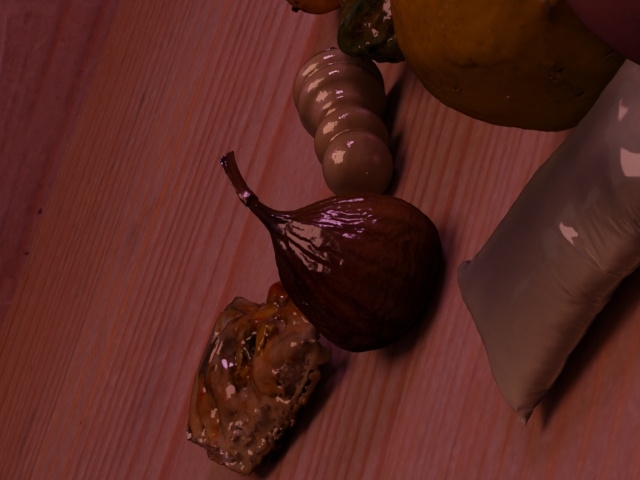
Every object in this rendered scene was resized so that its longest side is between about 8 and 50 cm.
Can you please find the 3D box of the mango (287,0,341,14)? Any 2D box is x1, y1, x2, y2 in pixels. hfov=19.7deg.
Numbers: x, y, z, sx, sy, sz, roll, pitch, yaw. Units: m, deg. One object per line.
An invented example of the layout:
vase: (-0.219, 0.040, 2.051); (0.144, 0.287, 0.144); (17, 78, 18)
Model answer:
mango: (0.011, -0.330, 2.074); (0.115, 0.090, 0.178); (-24, 42, 51)

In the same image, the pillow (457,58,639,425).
pillow: (0.180, -0.007, 1.227); (0.254, 0.078, 0.144); (-54, 32, 36)

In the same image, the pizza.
pizza: (-0.061, 0.128, 1.758); (0.189, 0.071, 0.297); (-69, 19, -7)

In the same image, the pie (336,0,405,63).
pie: (0.100, -0.291, 1.755); (0.277, 0.078, 0.277); (-44, 28, 32)

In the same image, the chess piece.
chess piece: (0.025, -0.102, 1.762); (0.094, 0.094, 0.170); (-57, 24, 29)

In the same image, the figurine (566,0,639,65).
figurine: (0.226, -0.201, 1.055); (0.261, 0.270, 0.211); (42, -134, -69)

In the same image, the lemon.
lemon: (0.152, -0.177, 1.306); (0.204, 0.204, 0.260); (-69, 20, -6)

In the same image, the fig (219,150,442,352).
fig: (0.000, 0.000, 1.541); (0.146, 0.201, 0.133); (-35, 27, 48)
